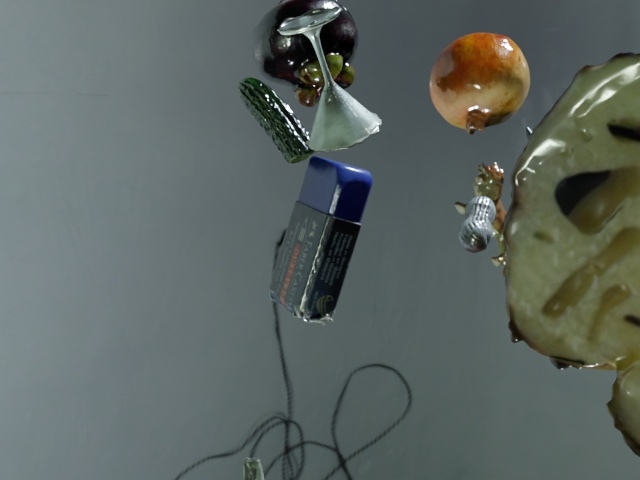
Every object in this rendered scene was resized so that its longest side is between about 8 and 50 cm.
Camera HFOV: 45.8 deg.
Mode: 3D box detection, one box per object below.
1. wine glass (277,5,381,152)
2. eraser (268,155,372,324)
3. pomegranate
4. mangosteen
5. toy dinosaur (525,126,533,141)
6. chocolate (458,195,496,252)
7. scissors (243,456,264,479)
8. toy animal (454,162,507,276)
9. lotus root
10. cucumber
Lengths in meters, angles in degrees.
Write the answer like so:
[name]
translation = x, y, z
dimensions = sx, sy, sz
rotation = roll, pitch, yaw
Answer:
[wine glass]
translation = 0.012, -0.293, 1.373
dimensions = 0.156, 0.156, 0.232
rotation = -36, 120, -29
[eraser]
translation = 0.000, 0.000, 1.571
dimensions = 0.101, 0.155, 0.332
rotation = 11, 99, -35
[pomegranate]
translation = 0.406, -0.390, 1.942
dimensions = 0.229, 0.252, 0.271
rotation = 51, 38, -50
[mangosteen]
translation = -0.021, -0.451, 1.829
dimensions = 0.233, 0.287, 0.288
rotation = -54, 130, -23
[toy dinosaur]
translation = 0.431, -0.109, 1.266
dimensions = 0.292, 0.120, 0.079
rotation = 25, 122, -36
[chocolate]
translation = 0.341, -0.035, 1.644
dimensions = 0.072, 0.072, 0.167
rotation = 64, 33, -32
[scissors]
translation = -0.094, 0.451, 1.160
dimensions = 0.138, 0.041, 0.289
rotation = -38, 132, -55
[toy animal]
translation = 0.452, -0.067, 1.982
dimensions = 0.157, 0.097, 0.312
rotation = -46, 130, -17
[lotus root]
translation = 0.332, 0.004, 0.626
dimensions = 0.111, 0.390, 0.375
rotation = 8, 132, -46
[cucumber]
translation = -0.094, -0.259, 1.595
dimensions = 0.077, 0.265, 0.077
rotation = -29, 157, -14
